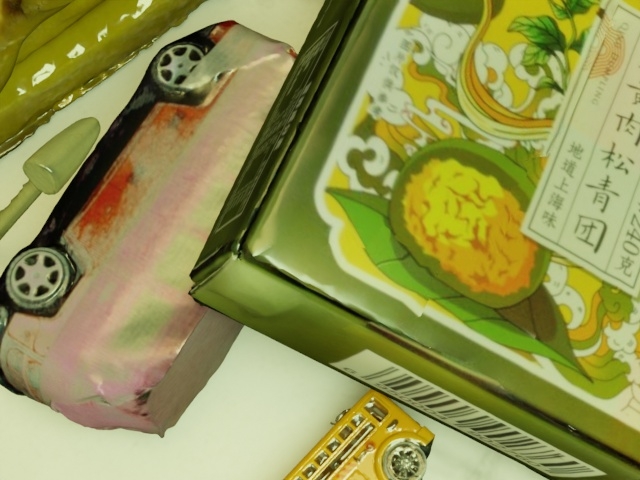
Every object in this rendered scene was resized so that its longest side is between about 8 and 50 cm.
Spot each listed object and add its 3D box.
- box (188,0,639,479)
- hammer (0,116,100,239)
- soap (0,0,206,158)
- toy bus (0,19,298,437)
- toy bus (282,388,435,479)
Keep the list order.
[{"bbox_3d":[0.169,-0.066,0.781,0.373,0.138,0.420,29,73,-12],"label":"box"},{"bbox_3d":[-0.209,-0.028,0.824,0.028,0.195,0.060,43,51,-11],"label":"hammer"},{"bbox_3d":[-0.237,-0.197,0.808,0.338,0.304,0.169,-39,71,-12],"label":"soap"},{"bbox_3d":[-0.102,-0.007,0.828,0.147,0.127,0.303,26,73,17],"label":"toy bus"},{"bbox_3d":[0.005,0.180,0.795,0.074,0.069,0.162,42,75,15],"label":"toy bus"}]
